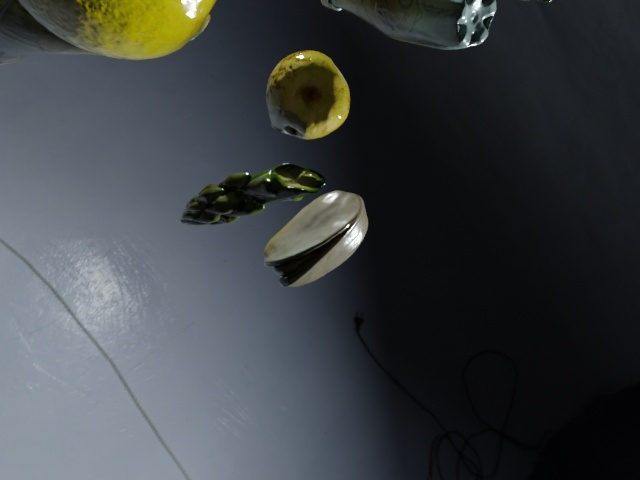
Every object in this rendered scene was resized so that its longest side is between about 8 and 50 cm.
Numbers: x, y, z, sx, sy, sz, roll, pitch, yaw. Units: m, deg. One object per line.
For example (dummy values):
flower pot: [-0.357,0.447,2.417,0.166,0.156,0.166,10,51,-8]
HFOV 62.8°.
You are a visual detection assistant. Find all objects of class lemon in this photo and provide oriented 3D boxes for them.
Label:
lemon: [-0.225,-0.324,0.609,0.219,0.240,0.241,43,54,-22]

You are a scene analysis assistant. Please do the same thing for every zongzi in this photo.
zongzi: [-0.533,-0.397,1.020,0.360,0.323,0.160,36,59,-14]

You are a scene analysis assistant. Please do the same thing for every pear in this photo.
pear: [-0.037,-0.429,1.558,0.270,0.271,0.272,12,66,-29]

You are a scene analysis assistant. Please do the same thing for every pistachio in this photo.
pistachio: [0.000,0.000,1.270,0.288,0.197,0.166,-45,108,-8]

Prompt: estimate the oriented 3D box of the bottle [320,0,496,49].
bottle: [0.094,-0.306,0.675,0.083,0.269,0.083,-24,130,-32]

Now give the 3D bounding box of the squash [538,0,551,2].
squash: [0.254,-0.525,0.923,0.370,0.118,0.118,36,53,9]

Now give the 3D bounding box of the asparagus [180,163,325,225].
asparagus: [-0.129,-0.073,0.852,0.080,0.287,0.080,31,51,-47]
